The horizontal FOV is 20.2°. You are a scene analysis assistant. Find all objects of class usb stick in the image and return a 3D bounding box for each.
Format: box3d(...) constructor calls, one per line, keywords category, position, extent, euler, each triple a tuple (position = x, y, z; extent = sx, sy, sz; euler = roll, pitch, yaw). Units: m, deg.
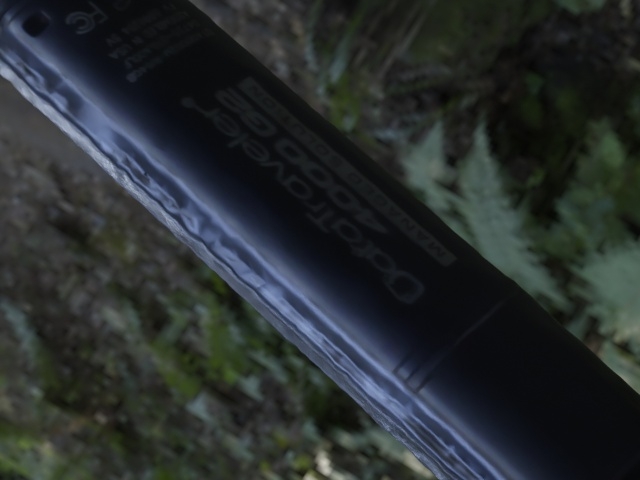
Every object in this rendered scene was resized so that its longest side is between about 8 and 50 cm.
box3d(category="usb stick", position=(0.000, 0.000, 0.609), extent=(0.278, 0.077, 0.045), euler=(42, 139, 13))
